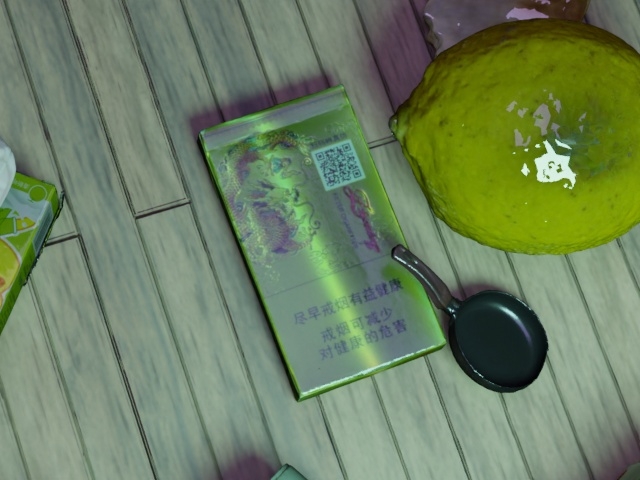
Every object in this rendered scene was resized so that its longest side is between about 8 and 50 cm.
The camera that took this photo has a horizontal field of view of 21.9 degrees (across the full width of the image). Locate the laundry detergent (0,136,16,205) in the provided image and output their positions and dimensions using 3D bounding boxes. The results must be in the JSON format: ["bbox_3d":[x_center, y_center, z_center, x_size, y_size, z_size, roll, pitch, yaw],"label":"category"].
[{"bbox_3d":[-0.472,-0.110,1.699,0.335,0.088,0.159,30,80,23],"label":"laundry detergent"}]

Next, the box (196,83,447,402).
[{"bbox_3d":[0.000,0.000,1.781,0.173,0.043,0.311,-20,78,-11],"label":"box"}]

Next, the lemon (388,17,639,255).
[{"bbox_3d":[0.223,-0.105,1.722,0.310,0.253,0.253,0,75,-11],"label":"lemon"}]

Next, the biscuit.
[{"bbox_3d":[0.208,-0.317,1.888,0.204,0.040,0.309,-5,76,-6],"label":"biscuit"}]

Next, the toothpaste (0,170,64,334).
[{"bbox_3d":[-0.379,0.072,1.707,0.110,0.077,0.327,22,74,0],"label":"toothpaste"}]

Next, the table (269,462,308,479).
[{"bbox_3d":[0.008,0.339,1.647,0.220,0.126,0.126,41,75,5],"label":"table"}]

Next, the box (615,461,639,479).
[{"bbox_3d":[0.282,0.363,1.642,0.145,0.173,0.333,45,76,5],"label":"box"}]

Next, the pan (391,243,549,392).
[{"bbox_3d":[0.149,0.079,1.747,0.212,0.040,0.115,38,52,-12],"label":"pan"}]
